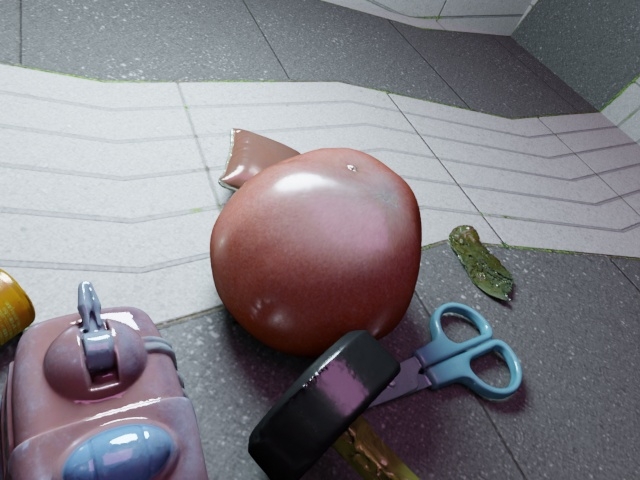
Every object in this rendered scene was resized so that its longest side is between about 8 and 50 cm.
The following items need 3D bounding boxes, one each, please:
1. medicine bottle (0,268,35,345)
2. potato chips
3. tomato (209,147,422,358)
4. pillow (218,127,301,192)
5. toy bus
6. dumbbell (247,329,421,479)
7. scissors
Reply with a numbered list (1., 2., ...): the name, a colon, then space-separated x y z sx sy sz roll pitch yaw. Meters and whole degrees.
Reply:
1. medicine bottle: -0.446 0.117 0.558 0.096 0.096 0.192 33 42 9
2. potato chips: 0.360 0.048 1.065 0.142 0.026 0.209 14 43 -15
3. tomato: 0.000 0.000 0.755 0.341 0.273 0.342 14 43 -13
4. pillow: -0.117 -0.143 0.992 0.171 0.075 0.179 18 45 -16
5. toy bus: -0.214 0.203 0.479 0.197 0.232 0.294 -6 50 -30
6. dumbbell: 0.090 0.283 0.554 0.322 0.204 0.203 44 45 15
7. scissors: 0.143 0.221 0.783 0.446 0.029 0.193 -12 53 -31
